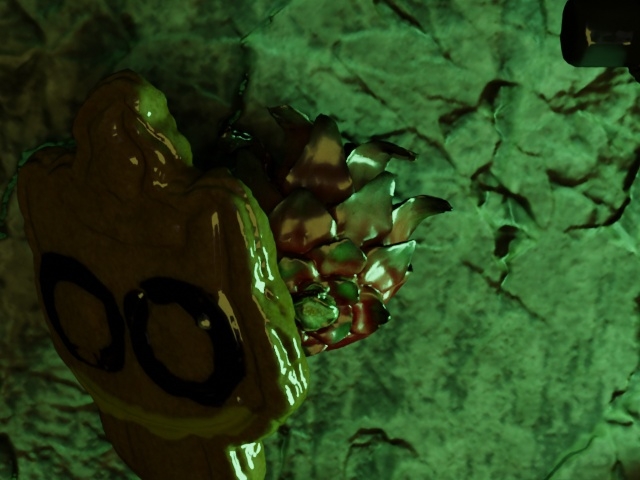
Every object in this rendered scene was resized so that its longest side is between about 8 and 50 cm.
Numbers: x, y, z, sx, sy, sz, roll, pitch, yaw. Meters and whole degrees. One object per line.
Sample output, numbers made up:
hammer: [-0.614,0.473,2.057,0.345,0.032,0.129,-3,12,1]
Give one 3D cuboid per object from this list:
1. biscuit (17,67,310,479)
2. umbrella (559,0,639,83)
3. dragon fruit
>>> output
biscuit: [-0.099,0.039,0.951,0.208,0.041,0.290,12,122,37]
umbrella: [0.270,-0.121,0.903,0.272,0.122,0.110,-4,134,-6]
dragon fruit: [-0.005,-0.001,0.958,0.130,0.121,0.142,30,84,-44]
